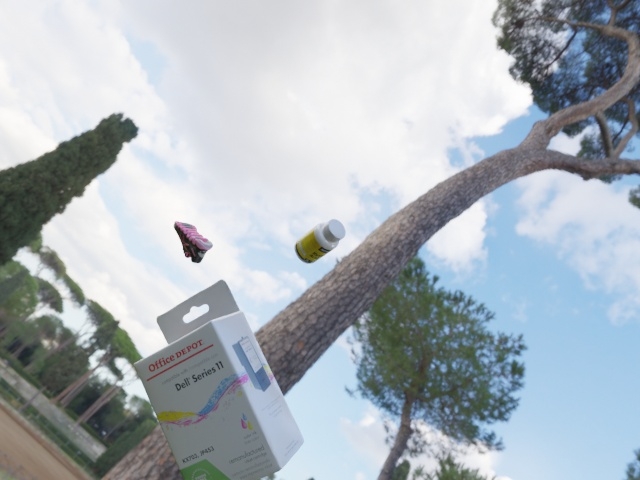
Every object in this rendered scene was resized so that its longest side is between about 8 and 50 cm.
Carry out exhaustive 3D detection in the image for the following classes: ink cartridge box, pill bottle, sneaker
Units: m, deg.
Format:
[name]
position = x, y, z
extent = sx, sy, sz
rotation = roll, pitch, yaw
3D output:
[ink cartridge box]
position = -0.207, 0.274, 0.923
extent = 0.207, 0.119, 0.354
rotation = -30, -98, 18
[pill bottle]
position = 0.000, 0.000, 1.065
extent = 0.065, 0.065, 0.116
rotation = 47, -48, -7
[sneaker]
position = -0.259, 0.004, 0.958
extent = 0.119, 0.047, 0.057
rotation = 38, -71, 39
